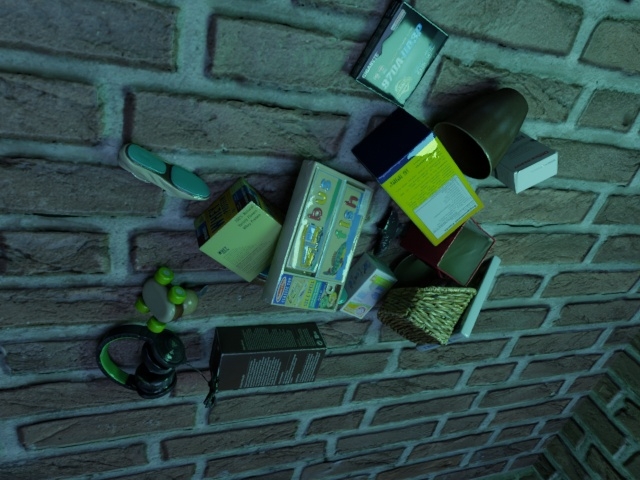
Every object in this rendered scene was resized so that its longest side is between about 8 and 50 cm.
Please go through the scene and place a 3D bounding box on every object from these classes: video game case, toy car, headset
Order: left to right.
[{"bbox_3d":[-0.512,0.414,1.474,0.395,0.185,0.243,19,118,-12],"label":"headset"},{"bbox_3d":[-0.433,0.176,1.425,0.155,0.149,0.189,-50,156,21],"label":"toy car"},{"bbox_3d":[0.482,0.228,1.647,0.036,0.328,0.300,36,152,-2],"label":"video game case"}]

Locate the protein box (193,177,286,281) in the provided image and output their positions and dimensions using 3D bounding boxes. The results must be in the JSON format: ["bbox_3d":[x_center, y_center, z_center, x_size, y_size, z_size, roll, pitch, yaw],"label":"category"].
[{"bbox_3d":[-0.214,-0.027,1.331,0.200,0.136,0.201,-41,130,10],"label":"protein box"}]

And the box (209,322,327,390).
[{"bbox_3d":[-0.190,0.413,1.667,0.382,0.143,0.191,2,124,-25],"label":"box"}]

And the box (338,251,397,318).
[{"bbox_3d":[0.150,0.162,1.641,0.114,0.103,0.203,28,110,-35],"label":"box"}]

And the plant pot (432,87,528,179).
[{"bbox_3d":[0.492,-0.334,1.370,0.230,0.215,0.215,-43,130,-7],"label":"plant pot"}]

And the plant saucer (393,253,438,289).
[{"bbox_3d":[0.350,0.110,1.729,0.199,0.036,0.198,-12,128,-15],"label":"plant saucer"}]

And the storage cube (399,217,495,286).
[{"bbox_3d":[0.419,0.010,1.554,0.184,0.193,0.214,32,92,-37],"label":"storage cube"}]

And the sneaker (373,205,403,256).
[{"bbox_3d":[0.212,-0.027,1.565,0.089,0.051,0.170,29,105,-35],"label":"sneaker"}]

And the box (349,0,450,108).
[{"bbox_3d":[0.207,-0.485,1.222,0.175,0.051,0.220,19,116,-32],"label":"box"}]

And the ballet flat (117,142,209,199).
[{"bbox_3d":[-0.406,-0.164,1.201,0.249,0.086,0.086,32,108,-35],"label":"ballet flat"}]

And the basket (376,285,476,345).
[{"bbox_3d":[0.341,0.213,1.606,0.214,0.299,0.222,35,76,-3],"label":"basket"}]

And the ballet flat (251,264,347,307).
[{"bbox_3d":[-0.085,0.146,1.508,0.343,0.116,0.124,19,146,-17],"label":"ballet flat"}]

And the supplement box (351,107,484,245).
[{"bbox_3d":[0.292,-0.183,1.387,0.194,0.195,0.357,-41,128,10],"label":"supplement box"}]

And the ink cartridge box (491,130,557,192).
[{"bbox_3d":[0.611,-0.253,1.460,0.148,0.203,0.085,-26,130,-2],"label":"ink cartridge box"}]

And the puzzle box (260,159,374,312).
[{"bbox_3d":[0.000,0.000,1.350,0.272,0.052,0.408,16,92,-45],"label":"puzzle box"}]
